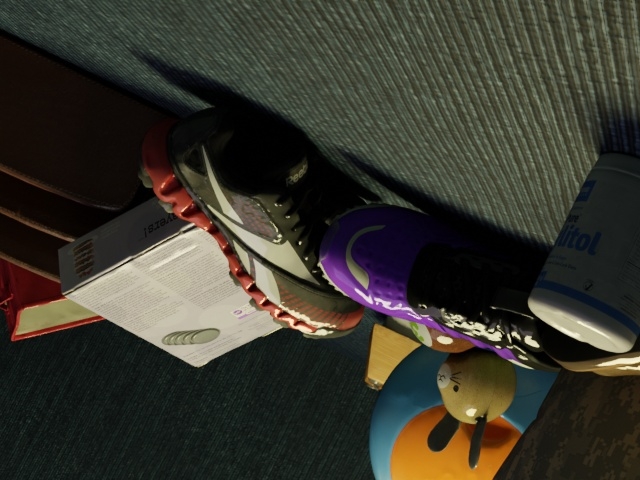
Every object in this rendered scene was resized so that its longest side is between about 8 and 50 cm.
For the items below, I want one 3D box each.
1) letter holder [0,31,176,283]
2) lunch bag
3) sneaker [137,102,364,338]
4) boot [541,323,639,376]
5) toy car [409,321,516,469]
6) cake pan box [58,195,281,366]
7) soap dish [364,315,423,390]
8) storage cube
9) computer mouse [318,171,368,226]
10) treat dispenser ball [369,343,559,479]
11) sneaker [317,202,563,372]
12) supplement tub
[{"bbox_3d":[-0.330,-0.090,1.449,0.302,0.214,0.152,26,172,6],"label":"letter holder"},{"bbox_3d":[0.285,0.169,1.027,0.169,0.235,0.287,34,172,-9],"label":"lunch bag"},{"bbox_3d":[-0.039,-0.019,1.212,0.135,0.097,0.276,-28,112,38],"label":"sneaker"},{"bbox_3d":[0.256,0.069,0.907,0.115,0.112,0.305,36,168,-13],"label":"boot"},{"bbox_3d":[0.149,0.137,1.366,0.149,0.188,0.155,11,-179,-23],"label":"toy car"},{"bbox_3d":[-0.105,0.026,1.416,0.267,0.070,0.246,-27,147,21],"label":"cake pan box"},{"bbox_3d":[0.203,0.230,2.129,0.291,0.118,0.229,25,172,4],"label":"soap dish"},{"bbox_3d":[-0.310,-0.005,1.619,0.215,0.193,0.183,-12,168,-19],"label":"storage cube"},{"bbox_3d":[0.068,-0.017,1.301,0.242,0.041,0.071,23,160,-12],"label":"computer mouse"},{"bbox_3d":[0.206,0.256,1.676,0.288,0.288,0.288,26,172,4],"label":"treat dispenser ball"},{"bbox_3d":[0.146,0.045,1.189,0.293,0.102,0.146,22,177,-20],"label":"sneaker"},{"bbox_3d":[0.180,0.008,0.804,0.071,0.107,0.071,26,172,4],"label":"supplement tub"}]
